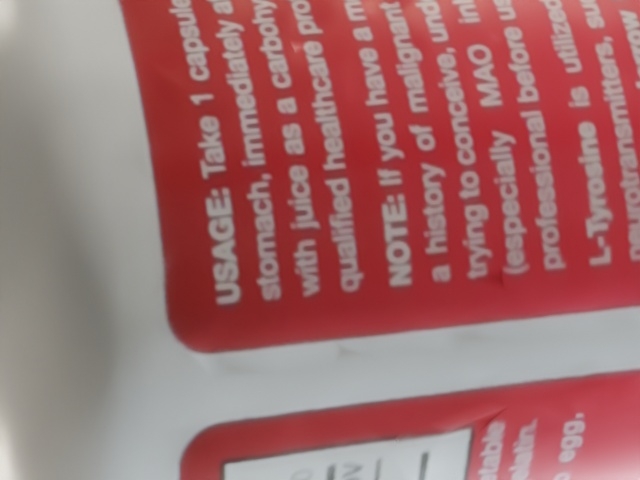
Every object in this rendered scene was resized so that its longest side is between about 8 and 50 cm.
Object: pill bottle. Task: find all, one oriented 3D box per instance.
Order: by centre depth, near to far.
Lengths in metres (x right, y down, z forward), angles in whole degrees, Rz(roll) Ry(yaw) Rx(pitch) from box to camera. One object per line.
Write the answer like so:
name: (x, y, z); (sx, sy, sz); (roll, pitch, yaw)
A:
pill bottle: (0.000, 0.000, 0.612); (0.407, 0.229, 0.229); (-6, -84, -18)
